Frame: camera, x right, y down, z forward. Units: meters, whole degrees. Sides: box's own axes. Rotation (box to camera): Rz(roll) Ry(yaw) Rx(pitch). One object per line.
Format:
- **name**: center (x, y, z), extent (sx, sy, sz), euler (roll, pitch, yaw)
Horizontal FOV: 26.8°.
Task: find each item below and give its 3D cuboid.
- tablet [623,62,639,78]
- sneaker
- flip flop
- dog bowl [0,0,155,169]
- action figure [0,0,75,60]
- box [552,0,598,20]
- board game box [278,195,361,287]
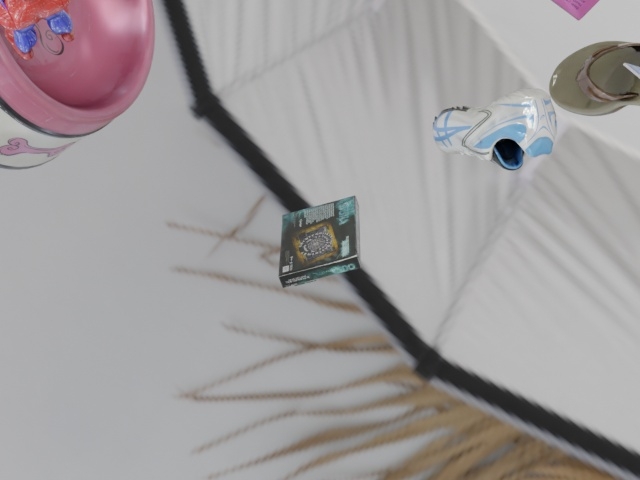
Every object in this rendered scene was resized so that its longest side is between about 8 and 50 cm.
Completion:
- **tablet**: center (0.351, -0.160, 1.383), extent (0.006, 0.054, 0.083), euler (-67, 28, 22)
- **sneaker**: center (0.198, -0.121, 1.581), extent (0.085, 0.086, 0.237), euler (-2, -3, -20)
- **flip flop**: center (0.417, -0.229, 1.864), extent (0.277, 0.080, 0.112), euler (16, 91, 57)
- **dog bowl**: center (-0.376, -0.306, 1.759), extent (0.150, 0.408, 0.408), euler (-10, 14, 31)
- **action figure**: center (-0.315, -0.273, 1.393), extent (0.091, 0.139, 0.280), euler (-28, 7, -8)
- **box**: center (0.243, -0.388, 1.401), extent (0.117, 0.213, 0.243), euler (-46, 13, 46)
- **board game box**: center (0.000, 0.000, 2.083), extent (0.126, 0.026, 0.186), euler (-15, 30, 10)
